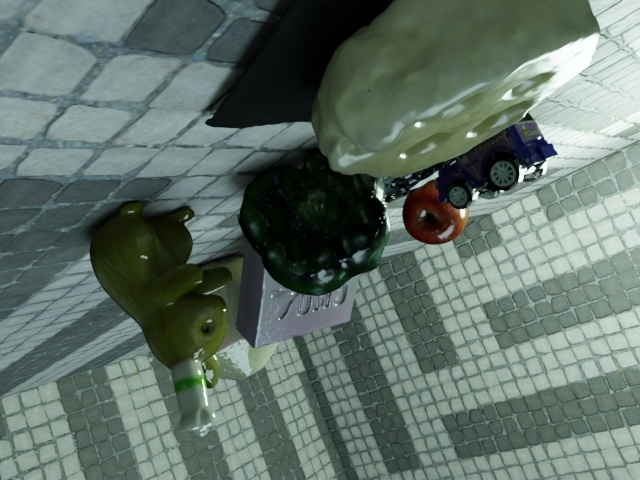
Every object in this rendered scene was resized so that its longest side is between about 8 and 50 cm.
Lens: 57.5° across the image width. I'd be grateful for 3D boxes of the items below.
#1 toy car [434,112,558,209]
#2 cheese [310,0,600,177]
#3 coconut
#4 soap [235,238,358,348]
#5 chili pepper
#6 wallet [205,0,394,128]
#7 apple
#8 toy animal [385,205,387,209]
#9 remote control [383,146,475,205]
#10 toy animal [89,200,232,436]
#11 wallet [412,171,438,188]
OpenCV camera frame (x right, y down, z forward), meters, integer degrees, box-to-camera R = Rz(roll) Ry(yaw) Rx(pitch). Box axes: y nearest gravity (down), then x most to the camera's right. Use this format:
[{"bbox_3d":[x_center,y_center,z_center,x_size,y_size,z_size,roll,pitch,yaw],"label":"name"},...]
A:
[{"bbox_3d":[0.335,-0.164,1.170,0.235,0.157,0.172,-27,174,40],"label":"toy car"},{"bbox_3d":[0.132,-0.164,0.631,0.318,0.115,0.326,-23,171,-24],"label":"cheese"},{"bbox_3d":[-0.246,0.221,1.556,0.298,0.309,0.297,-21,171,-4],"label":"coconut"},{"bbox_3d":[-0.047,0.088,1.403,0.296,0.285,0.107,-13,-148,-35],"label":"soap"},{"bbox_3d":[0.000,-0.019,0.992,0.249,0.233,0.256,-13,163,7],"label":"chili pepper"},{"bbox_3d":[0.052,-0.206,0.680,0.323,0.041,0.247,-12,165,-36],"label":"wallet"},{"bbox_3d":[0.311,-0.080,1.572,0.181,0.181,0.168,-29,-167,35],"label":"apple"},{"bbox_3d":[0.123,-0.083,1.379,0.091,0.081,0.114,-25,171,23],"label":"toy animal"},{"bbox_3d":[0.176,-0.154,1.097,0.399,0.062,0.145,-33,158,31],"label":"remote control"},{"bbox_3d":[-0.217,0.106,0.928,0.180,0.362,0.181,-39,172,9],"label":"toy animal"},{"bbox_3d":[0.255,-0.164,1.386,0.124,0.031,0.183,-25,169,6],"label":"wallet"}]
